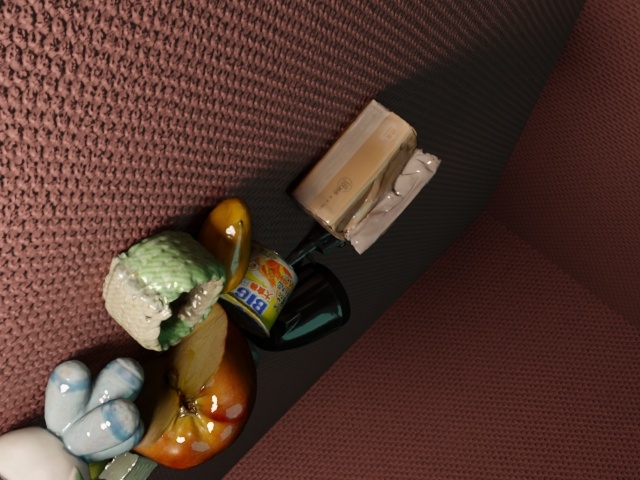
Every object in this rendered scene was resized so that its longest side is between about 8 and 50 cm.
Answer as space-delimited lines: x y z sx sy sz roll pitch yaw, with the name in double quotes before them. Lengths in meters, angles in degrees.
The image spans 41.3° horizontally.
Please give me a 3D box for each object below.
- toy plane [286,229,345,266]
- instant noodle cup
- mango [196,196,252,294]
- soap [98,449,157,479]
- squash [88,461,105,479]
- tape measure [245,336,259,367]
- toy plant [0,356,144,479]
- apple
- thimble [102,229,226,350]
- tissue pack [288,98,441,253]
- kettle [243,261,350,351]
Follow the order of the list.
"toy plane" 0.008 0.007 2.298 0.262 0.088 0.192 -46 165 -12
"instant noodle cup" -0.157 0.099 1.904 0.153 0.205 0.205 -56 167 -19
"mango" -0.189 0.012 1.680 0.109 0.147 0.227 9 131 -20
"soap" -0.520 0.621 2.314 0.114 0.063 0.198 -49 165 -8
"squash" -0.534 0.494 1.951 0.095 0.095 0.188 -36 164 -41
"tape measure" -0.273 0.350 2.217 0.256 0.147 0.275 -54 165 13
"toy plant" -0.465 0.362 1.633 0.332 0.247 0.247 -51 166 -21
"apple" -0.285 0.312 1.812 0.295 0.365 0.328 -6 108 -19
"thimble" -0.289 0.087 1.556 0.219 0.150 0.219 -45 165 -16
"tissue pack" 0.114 -0.137 2.005 0.305 0.238 0.238 -49 164 -2
"kettle" -0.094 0.201 2.352 0.271 0.251 0.207 -31 126 -33
